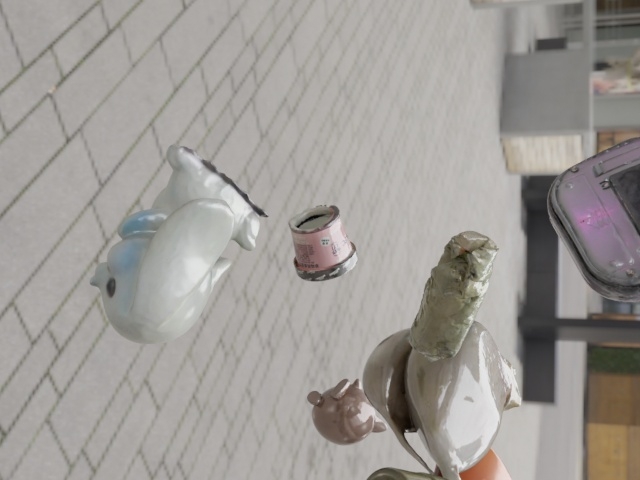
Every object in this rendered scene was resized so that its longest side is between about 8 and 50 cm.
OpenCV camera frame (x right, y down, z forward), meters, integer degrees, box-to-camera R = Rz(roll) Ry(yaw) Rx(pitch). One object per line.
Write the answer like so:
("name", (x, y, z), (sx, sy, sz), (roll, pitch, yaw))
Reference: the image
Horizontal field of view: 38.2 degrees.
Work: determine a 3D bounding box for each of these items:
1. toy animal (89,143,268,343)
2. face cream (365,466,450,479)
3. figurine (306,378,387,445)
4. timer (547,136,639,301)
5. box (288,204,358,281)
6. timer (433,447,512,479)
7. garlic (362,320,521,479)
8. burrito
("toy animal", (-0.205, 0.017, 1.379), (0.289, 0.174, 0.249), (-62, 171, 4))
("face cream", (0.189, 0.338, 1.118), (0.341, 0.137, 0.084), (22, 71, -40))
("figurine", (0.046, 0.331, 1.762), (0.138, 0.125, 0.125), (51, 37, -26))
("timer", (0.402, -0.032, 1.182), (0.069, 0.191, 0.208), (57, 9, -54))
("box", (0.000, 0.000, 2.141), (0.151, 0.151, 0.135), (-60, 140, -56))
("timer", (0.263, 0.505, 1.720), (0.250, 0.161, 0.257), (67, 30, -29))
("garlic", (0.173, 0.257, 1.465), (0.245, 0.232, 0.340), (67, 28, -22))
("burrito", (0.126, 0.060, 0.903), (0.045, 0.058, 0.188), (-32, 151, -32))
